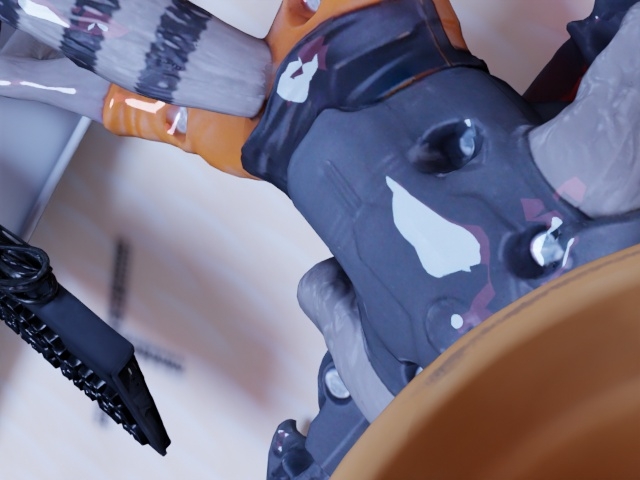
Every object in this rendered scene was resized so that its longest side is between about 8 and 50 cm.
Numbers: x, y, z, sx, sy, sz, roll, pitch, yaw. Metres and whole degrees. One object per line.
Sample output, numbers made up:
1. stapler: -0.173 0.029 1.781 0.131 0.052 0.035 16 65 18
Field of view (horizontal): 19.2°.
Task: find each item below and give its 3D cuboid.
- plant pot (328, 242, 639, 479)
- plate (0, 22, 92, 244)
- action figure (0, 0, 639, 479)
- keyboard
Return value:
1. plant pot: 0.137 0.165 0.497 0.291 0.203 0.291 -5 61 8
2. plate: -0.217 -0.070 0.895 0.277 0.045 0.278 42 118 24
3. action figure: 0.000 0.000 0.666 0.330 0.178 0.341 40 122 18
4. keyboard: -0.140 0.019 0.759 0.192 0.038 0.100 34 155 35
